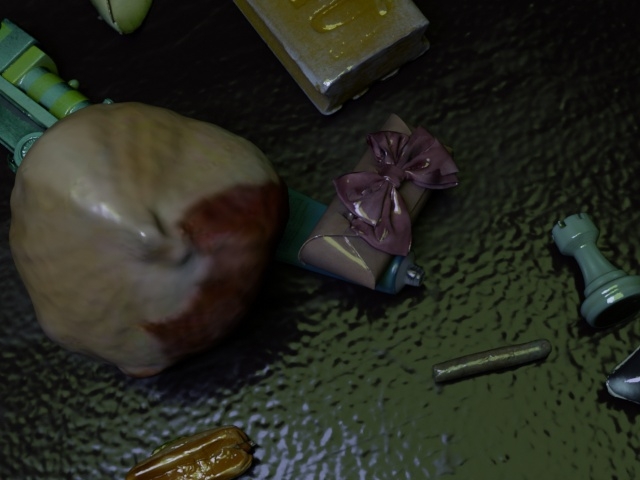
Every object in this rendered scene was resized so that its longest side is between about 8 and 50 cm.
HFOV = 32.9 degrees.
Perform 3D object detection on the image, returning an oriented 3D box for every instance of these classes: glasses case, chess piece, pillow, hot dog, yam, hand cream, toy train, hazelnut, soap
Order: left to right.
[{"bbox_3d":[-0.302,-0.135,1.144,0.200,0.083,0.132,37,76,16],"label":"toy train"},{"bbox_3d":[-0.158,-0.007,0.988,0.261,0.241,0.261,-1,104,-5],"label":"hazelnut"},{"bbox_3d":[-0.126,0.213,1.029,0.133,0.041,0.056,-19,78,-6],"label":"hot dog"},{"bbox_3d":[-0.005,-0.262,1.154,0.140,0.073,0.232,-33,70,-9],"label":"soap"},{"bbox_3d":[0.000,0.000,1.086,0.224,0.048,0.083,23,75,20],"label":"hand cream"},{"bbox_3d":[0.067,-0.046,1.041,0.103,0.070,0.193,21,57,21],"label":"glasses case"},{"bbox_3d":[0.163,0.114,1.034,0.116,0.021,0.021,-15,70,3],"label":"yam"},{"bbox_3d":[0.262,0.025,1.033,0.067,0.067,0.103,-23,62,-1],"label":"chess piece"},{"bbox_3d":[0.333,0.104,1.001,0.091,0.055,0.135,35,81,-19],"label":"pillow"}]

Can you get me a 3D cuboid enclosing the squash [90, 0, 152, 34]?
[{"bbox_3d":[-0.224,-0.369,1.198,0.252,0.093,0.169,53,129,20],"label":"squash"}]
